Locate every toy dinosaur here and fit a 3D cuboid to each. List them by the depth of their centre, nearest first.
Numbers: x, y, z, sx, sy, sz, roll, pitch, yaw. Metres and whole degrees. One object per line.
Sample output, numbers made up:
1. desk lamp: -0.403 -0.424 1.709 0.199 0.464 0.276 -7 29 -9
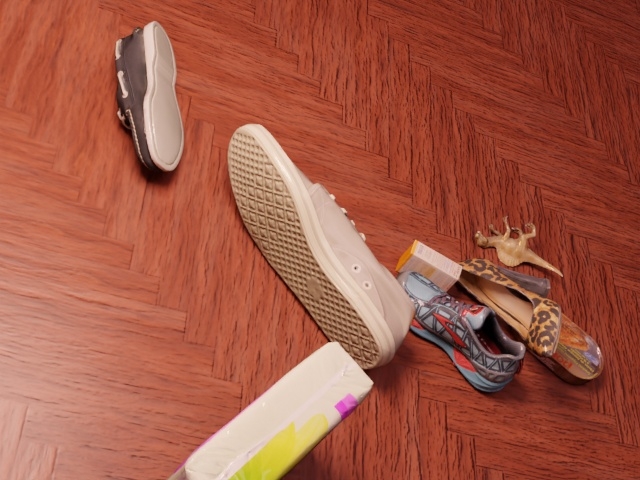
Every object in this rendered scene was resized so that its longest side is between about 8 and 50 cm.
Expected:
1. toy dinosaur: 0.380 0.012 1.796 0.183 0.053 0.092 22 65 -3

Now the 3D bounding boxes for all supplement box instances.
1. supplement box: 0.192 0.050 1.652 0.098 0.062 0.036 30 47 -6

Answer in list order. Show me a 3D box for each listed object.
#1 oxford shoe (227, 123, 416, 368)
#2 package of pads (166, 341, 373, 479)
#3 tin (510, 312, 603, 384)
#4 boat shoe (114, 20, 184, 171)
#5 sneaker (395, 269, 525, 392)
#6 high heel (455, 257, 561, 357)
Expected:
1. oxford shoe: 0.000 0.000 1.524 0.130 0.169 0.449 -30 82 -36
2. package of pads: -0.091 0.281 1.232 0.101 0.229 0.296 49 49 7
3. tin: 0.428 0.184 1.697 0.190 0.040 0.106 41 45 5
4. boat shoe: -0.298 -0.235 1.588 0.114 0.091 0.302 51 26 -51
5. sneaker: 0.242 0.131 1.578 0.262 0.125 0.104 42 48 5
6. high heel: 0.310 0.117 1.603 0.186 0.093 0.261 13 25 0
